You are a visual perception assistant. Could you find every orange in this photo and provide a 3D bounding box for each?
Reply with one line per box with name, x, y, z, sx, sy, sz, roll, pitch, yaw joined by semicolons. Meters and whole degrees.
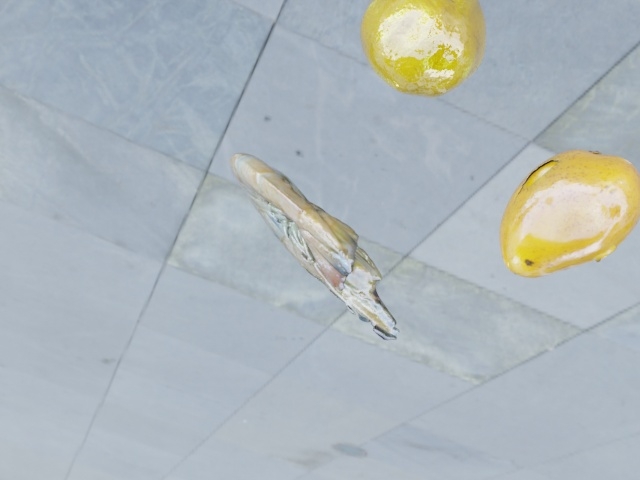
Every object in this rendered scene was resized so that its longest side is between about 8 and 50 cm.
orange;0.222;-0.442;1.629;0.279;0.279;0.235;24;134;-13

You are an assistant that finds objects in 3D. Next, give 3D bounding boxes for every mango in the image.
mango;0.441;-0.049;1.394;0.191;0.160;0.290;41;111;-11

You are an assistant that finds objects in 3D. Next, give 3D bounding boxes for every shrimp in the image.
shrimp;-0.003;-0.007;0.791;0.254;0.059;0.145;46;170;19
